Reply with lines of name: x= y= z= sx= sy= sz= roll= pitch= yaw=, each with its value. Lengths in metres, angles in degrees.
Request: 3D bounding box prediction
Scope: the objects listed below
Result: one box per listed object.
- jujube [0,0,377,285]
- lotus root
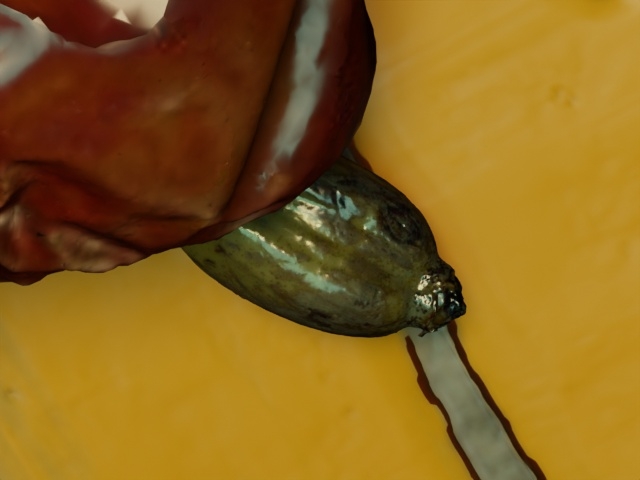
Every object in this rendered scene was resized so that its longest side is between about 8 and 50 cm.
jujube: x=-0.153 y=-0.075 z=0.531 sx=0.342 sy=0.216 sz=0.216 roll=1 pitch=108 yaw=-5
lotus root: x=0.000 y=0.000 z=0.606 sx=0.099 sy=0.049 sz=0.054 roll=27 pitch=84 yaw=-2
